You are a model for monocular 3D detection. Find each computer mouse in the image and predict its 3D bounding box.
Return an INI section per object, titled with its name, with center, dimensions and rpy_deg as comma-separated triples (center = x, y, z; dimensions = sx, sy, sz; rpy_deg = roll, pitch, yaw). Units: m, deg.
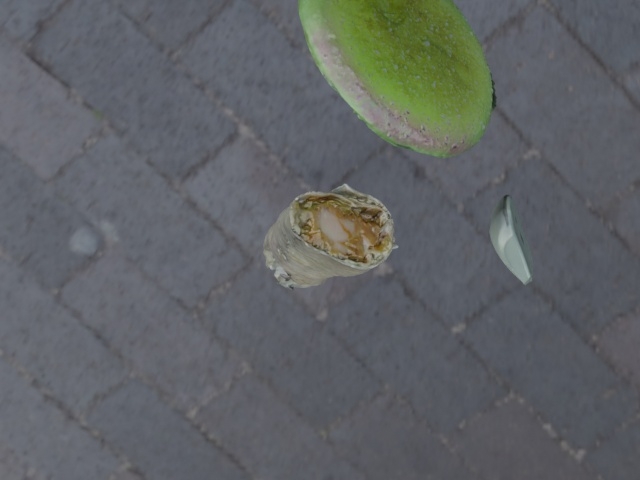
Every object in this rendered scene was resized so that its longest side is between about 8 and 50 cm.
[computer mouse]
center = 0.198, 0.004, 1.394
dimensions = 0.032, 0.056, 0.110
rpy_deg = -12, 126, 18

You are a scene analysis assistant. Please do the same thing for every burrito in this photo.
[burrito]
center = 0.000, 0.000, 1.010
dimensions = 0.087, 0.226, 0.060
rpy_deg = 12, 81, -10

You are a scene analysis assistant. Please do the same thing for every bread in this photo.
[bread]
center = 0.100, -0.226, 1.541
dimensions = 0.301, 0.301, 0.045
rpy_deg = 42, 133, -15
